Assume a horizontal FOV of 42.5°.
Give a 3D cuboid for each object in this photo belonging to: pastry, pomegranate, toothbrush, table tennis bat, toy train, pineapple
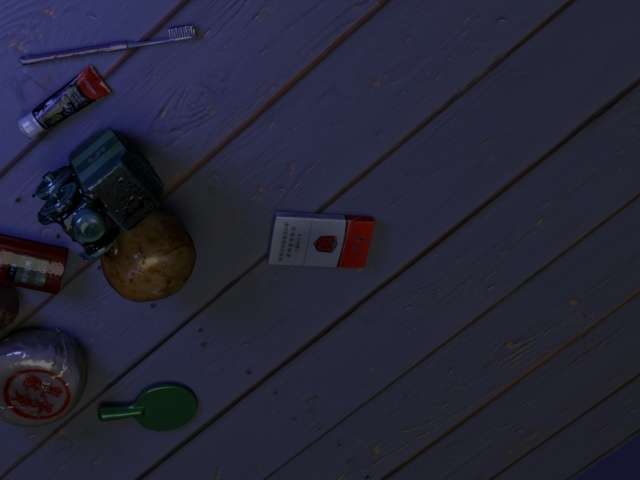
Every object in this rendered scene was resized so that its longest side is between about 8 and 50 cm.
[{"bbox_3d":[-0.686,0.331,1.972,0.264,0.133,0.265,-4,120,-6],"label":"pastry"},{"bbox_3d":[-0.387,0.030,1.797,0.215,0.215,0.215,-6,122,-9],"label":"pomegranate"},{"bbox_3d":[-0.425,-0.394,1.656,0.353,0.024,0.029,-11,117,-7],"label":"toothbrush"},{"bbox_3d":[-0.449,0.440,2.148,0.257,0.039,0.161,-3,122,-17],"label":"table tennis bat"},{"bbox_3d":[-0.449,-0.097,1.677,0.238,0.299,0.167,-41,123,-3],"label":"toy train"},{"bbox_3d":[-0.795,0.201,1.876,0.128,0.128,0.248,34,111,-28],"label":"pineapple"}]

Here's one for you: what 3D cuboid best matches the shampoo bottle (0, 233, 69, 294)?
[{"bbox_3d":[-0.721,0.036,1.815,0.314,0.076,0.118,14,119,-20],"label":"shampoo bottle"}]

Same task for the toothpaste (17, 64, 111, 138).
[{"bbox_3d":[-0.530,-0.282,1.691,0.193,0.045,0.071,-32,122,0],"label":"toothpaste"}]

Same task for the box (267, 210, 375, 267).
[{"bbox_3d":[0.000,0.000,1.984,0.245,0.035,0.139,4,119,-15],"label":"box"}]
